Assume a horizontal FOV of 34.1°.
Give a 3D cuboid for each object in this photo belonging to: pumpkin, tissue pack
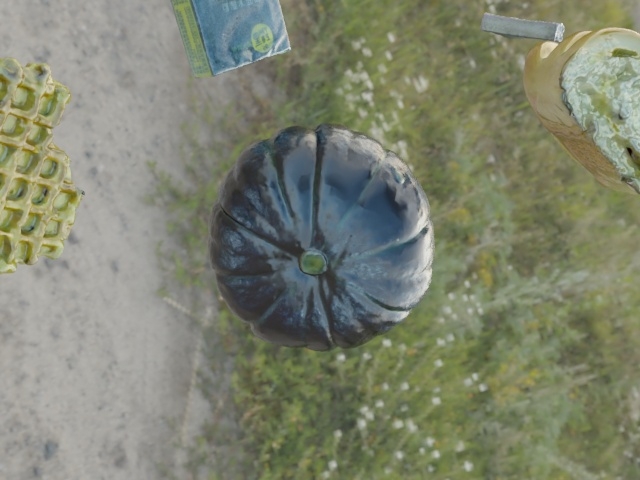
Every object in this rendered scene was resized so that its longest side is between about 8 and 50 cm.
[{"bbox_3d":[0.000,0.000,1.630,0.363,0.363,0.266,58,11,-16],"label":"pumpkin"},{"bbox_3d":[-0.167,-0.422,1.774,0.185,0.081,0.257,-27,109,-38],"label":"tissue pack"}]

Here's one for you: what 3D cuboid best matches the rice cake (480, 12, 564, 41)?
[{"bbox_3d":[0.422,-0.451,2.211,0.036,0.206,0.047,5,100,-46],"label":"rice cake"}]

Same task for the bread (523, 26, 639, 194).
[{"bbox_3d":[0.508,-0.236,1.817,0.316,0.211,0.270,49,-1,-13],"label":"bread"}]

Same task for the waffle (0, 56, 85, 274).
[{"bbox_3d":[-0.376,-0.081,1.254,0.249,0.056,0.253,-47,131,-23],"label":"waffle"}]
